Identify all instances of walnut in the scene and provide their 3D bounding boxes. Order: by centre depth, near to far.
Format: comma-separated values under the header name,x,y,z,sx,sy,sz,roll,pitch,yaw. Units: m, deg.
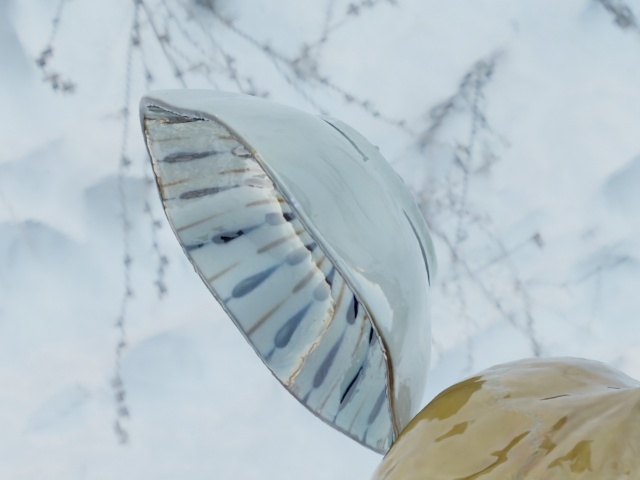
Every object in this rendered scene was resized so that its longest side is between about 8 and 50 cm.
name,x,y,z,sx,sy,sz,roll,pitch,yaw
walnut,0.098,0.154,0.627,0.195,0.195,0.222,-3,113,-26

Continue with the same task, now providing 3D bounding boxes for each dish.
name,x,y,z,sx,sy,sz,roll,pitch,yaw
dish,0.000,0.000,0.717,0.066,0.190,0.191,-35,143,-19
